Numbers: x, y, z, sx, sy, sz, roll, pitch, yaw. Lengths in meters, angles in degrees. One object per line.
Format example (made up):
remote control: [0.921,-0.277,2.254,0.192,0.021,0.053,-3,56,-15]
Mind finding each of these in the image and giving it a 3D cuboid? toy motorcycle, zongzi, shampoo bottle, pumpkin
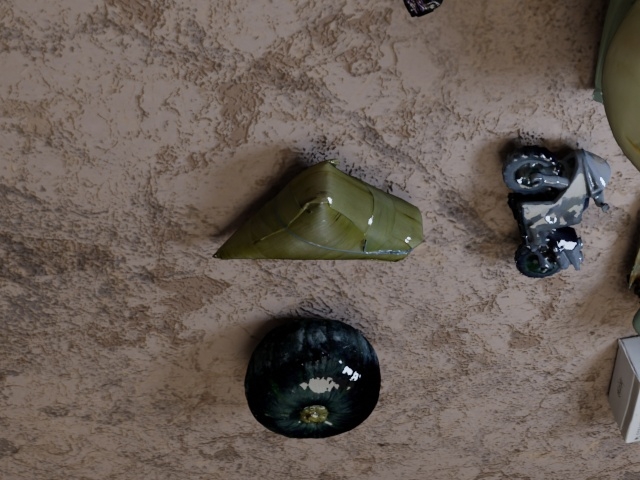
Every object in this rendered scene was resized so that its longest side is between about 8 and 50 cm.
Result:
toy motorcycle: [0.361,-0.046,1.540,0.159,0.106,0.270,-12,134,8]
zongzi: [0.000,0.000,1.501,0.228,0.115,0.256,23,133,-38]
shampoo bottle: [0.407,-0.269,1.347,0.072,0.049,0.212,-21,140,-13]
pumpkin: [-0.014,0.235,1.707,0.233,0.163,0.233,-6,135,-6]

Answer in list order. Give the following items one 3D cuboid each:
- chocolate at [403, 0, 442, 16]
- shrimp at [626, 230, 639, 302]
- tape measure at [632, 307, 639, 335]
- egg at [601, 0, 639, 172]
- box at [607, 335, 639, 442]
chocolate: [0.090,-0.330,1.200,0.147,0.070,0.072,36,92,-40]
shrimp: [0.581,-0.001,1.673,0.154,0.062,0.294,-4,136,-18]
tape measure: [0.661,0.096,1.702,0.246,0.125,0.243,5,129,-44]
egg: [0.502,-0.217,1.211,0.345,0.283,0.283,-45,133,-1]
box: [0.707,0.267,1.946,0.274,0.116,0.203,-10,137,-2]
